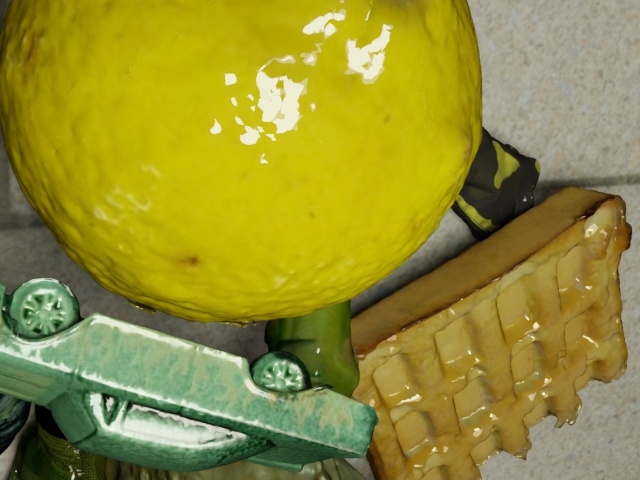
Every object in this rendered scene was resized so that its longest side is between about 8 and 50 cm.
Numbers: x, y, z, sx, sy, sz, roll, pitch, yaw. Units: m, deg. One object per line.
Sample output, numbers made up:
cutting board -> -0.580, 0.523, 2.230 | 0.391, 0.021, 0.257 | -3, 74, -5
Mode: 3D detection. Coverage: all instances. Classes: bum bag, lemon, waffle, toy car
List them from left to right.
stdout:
toy car -> -0.125, 0.115, 0.800 | 0.321, 0.141, 0.097 | 19, 66, -19
lemon -> -0.053, -0.112, 0.783 | 0.350, 0.387, 0.349 | 10, 66, -23
bum bag -> 0.145, -0.073, 1.083 | 0.232, 0.060, 0.106 | 29, 102, -39
waffle -> 0.181, 0.124, 1.142 | 0.348, 0.077, 0.304 | -31, 132, -14

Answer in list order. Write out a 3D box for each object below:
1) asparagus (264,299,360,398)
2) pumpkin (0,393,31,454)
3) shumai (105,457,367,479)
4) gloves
asparagus -> 0.002, 0.000, 0.988 | 0.082, 0.085, 0.343 | 8, 78, -24
pumpkin -> -0.325, 0.130, 0.879 | 0.194, 0.150, 0.194 | -11, 113, -26
shumai -> -0.032, 0.259, 1.042 | 0.288, 0.292, 0.330 | -10, 84, -38
gloves -> -0.245, 0.244, 0.990 | 0.107, 0.135, 0.268 | -6, 129, -50
